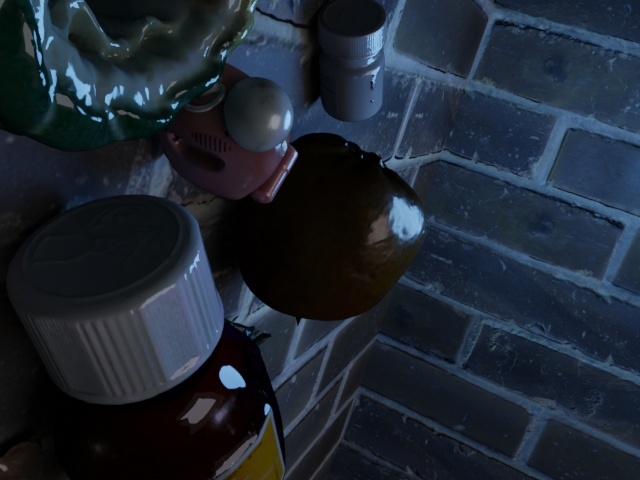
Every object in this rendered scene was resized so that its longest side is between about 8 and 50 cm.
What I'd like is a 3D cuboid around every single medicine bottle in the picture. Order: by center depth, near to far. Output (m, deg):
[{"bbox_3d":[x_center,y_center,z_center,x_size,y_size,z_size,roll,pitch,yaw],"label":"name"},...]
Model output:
[{"bbox_3d":[-0.169,0.145,0.658,0.242,0.243,0.395,-50,143,-44],"label":"medicine bottle"},{"bbox_3d":[0.049,-0.274,0.963,0.105,0.105,0.168,-57,160,-30],"label":"medicine bottle"}]

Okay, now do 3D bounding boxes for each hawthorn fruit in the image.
[{"bbox_3d":[0.000,0.000,0.930,0.268,0.268,0.300,-20,134,-67],"label":"hawthorn fruit"}]

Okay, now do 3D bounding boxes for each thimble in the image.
[{"bbox_3d":[-0.146,-0.196,0.385,0.288,0.167,0.254,-40,149,-54],"label":"thimble"}]

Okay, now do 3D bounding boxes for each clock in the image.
[{"bbox_3d":[-0.105,-0.114,0.622,0.092,0.166,0.162,-60,168,-19],"label":"clock"}]

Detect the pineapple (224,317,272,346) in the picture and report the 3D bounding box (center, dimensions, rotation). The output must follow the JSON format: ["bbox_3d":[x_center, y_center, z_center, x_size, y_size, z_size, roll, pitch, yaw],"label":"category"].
[{"bbox_3d":[-0.163,0.243,0.971,0.128,0.128,0.248,48,61,-71],"label":"pineapple"}]

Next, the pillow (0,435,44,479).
[{"bbox_3d":[-0.349,0.278,0.593,0.211,0.034,0.135,-28,135,-66],"label":"pillow"}]
